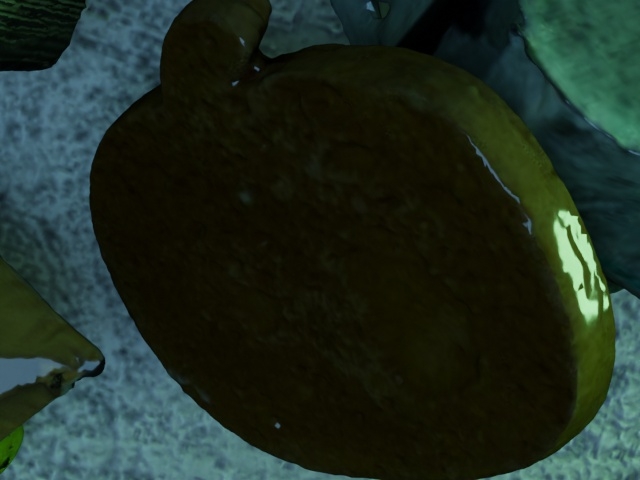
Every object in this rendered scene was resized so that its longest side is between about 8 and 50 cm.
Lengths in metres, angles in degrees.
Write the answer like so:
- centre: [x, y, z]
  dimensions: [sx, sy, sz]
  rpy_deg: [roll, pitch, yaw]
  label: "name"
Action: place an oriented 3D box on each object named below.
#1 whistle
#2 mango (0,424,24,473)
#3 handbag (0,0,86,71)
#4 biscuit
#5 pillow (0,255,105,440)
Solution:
- centre: [0.097, -0.123, 0.991]
  dimensions: [0.405, 0.188, 0.168]
  rpy_deg: [36, 147, -1]
  label: "whistle"
- centre: [-0.272, 0.114, 1.166]
  dimensions: [0.165, 0.074, 0.091]
  rpy_deg: [10, 102, 14]
  label: "mango"
- centre: [-0.306, -0.207, 0.983]
  dimensions: [0.341, 0.247, 0.240]
  rpy_deg: [1, 93, 10]
  label: "handbag"
- centre: [0.001, -0.001, 1.016]
  dimensions: [0.367, 0.063, 0.314]
  rpy_deg: [-6, 115, 48]
  label: "biscuit"
- centre: [-0.326, 0.065, 1.090]
  dimensions: [0.310, 0.119, 0.312]
  rpy_deg: [-43, 70, 5]
  label: "pillow"
